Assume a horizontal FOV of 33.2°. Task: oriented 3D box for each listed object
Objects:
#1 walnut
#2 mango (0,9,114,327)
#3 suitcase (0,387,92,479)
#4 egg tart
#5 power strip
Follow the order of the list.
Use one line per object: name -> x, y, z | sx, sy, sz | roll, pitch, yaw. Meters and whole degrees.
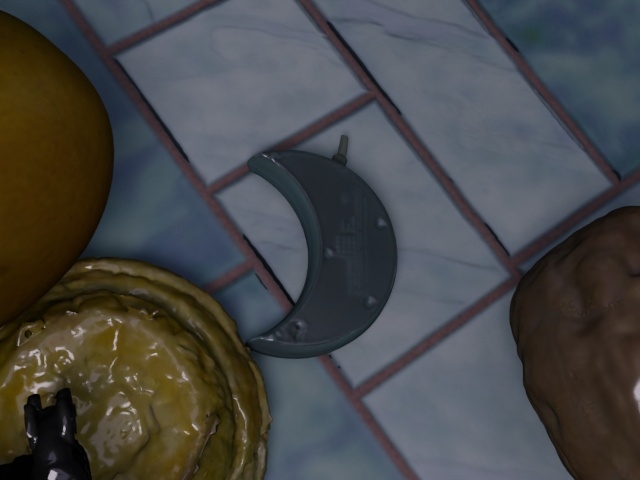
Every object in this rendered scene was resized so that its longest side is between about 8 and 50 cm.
walnut -> 0.287, 0.104, 0.874 | 0.227, 0.273, 0.273 | -23, 73, 14
mango -> -0.348, 0.007, 0.725 | 0.446, 0.300, 0.232 | -36, 95, -17
suitcase -> -0.227, 0.327, 0.634 | 0.283, 0.194, 0.433 | -9, 91, -14
egg tart -> -0.174, 0.143, 0.817 | 0.290, 0.115, 0.290 | 3, 69, -9
power strip -> 0.000, 0.000, 0.948 | 0.137, 0.044, 0.216 | 6, 69, -11
